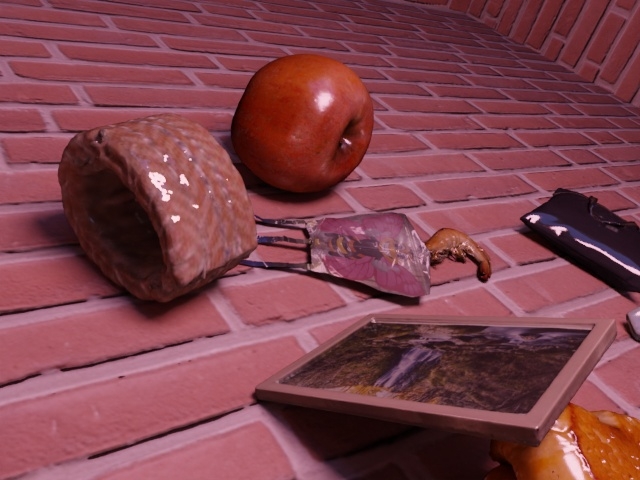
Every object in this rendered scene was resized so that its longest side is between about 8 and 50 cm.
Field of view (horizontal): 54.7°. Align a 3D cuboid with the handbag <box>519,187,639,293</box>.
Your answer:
[{"bbox_3d":[0.546,-0.012,1.229,0.254,0.089,0.211,36,41,22],"label":"handbag"}]

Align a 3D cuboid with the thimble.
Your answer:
[{"bbox_3d":[-0.205,-0.040,0.764,0.148,0.196,0.229,-28,85,-47],"label":"thimble"}]

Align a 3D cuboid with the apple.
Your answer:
[{"bbox_3d":[-0.038,-0.203,1.071,0.253,0.254,0.254,14,32,-9],"label":"apple"}]

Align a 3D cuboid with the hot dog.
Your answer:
[{"bbox_3d":[0.255,0.250,0.604,0.256,0.153,0.150,19,40,-33],"label":"hot dog"}]

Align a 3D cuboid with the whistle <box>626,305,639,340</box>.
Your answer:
[{"bbox_3d":[0.647,0.113,1.005,0.273,0.093,0.186,-14,57,13],"label":"whistle"}]

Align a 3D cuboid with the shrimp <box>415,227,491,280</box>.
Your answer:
[{"bbox_3d":[0.225,0.035,1.037,0.124,0.034,0.178,40,34,17],"label":"shrimp"}]

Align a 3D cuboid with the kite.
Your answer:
[{"bbox_3d":[-0.001,0.003,0.948,0.360,0.022,0.204,8,38,-11],"label":"kite"}]

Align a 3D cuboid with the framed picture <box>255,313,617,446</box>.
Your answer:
[{"bbox_3d":[0.119,0.130,0.665,0.324,0.020,0.240,-3,14,42],"label":"framed picture"}]
